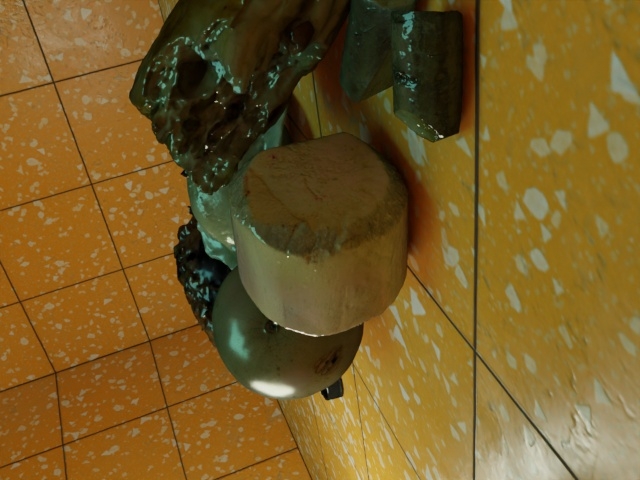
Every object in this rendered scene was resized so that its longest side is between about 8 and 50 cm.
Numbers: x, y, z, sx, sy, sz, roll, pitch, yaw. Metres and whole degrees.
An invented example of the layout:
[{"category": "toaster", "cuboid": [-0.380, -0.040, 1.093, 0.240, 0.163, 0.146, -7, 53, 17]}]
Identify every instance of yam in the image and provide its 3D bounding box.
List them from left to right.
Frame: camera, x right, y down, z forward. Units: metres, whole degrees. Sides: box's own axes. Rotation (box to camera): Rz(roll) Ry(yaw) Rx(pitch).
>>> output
[{"category": "yam", "cuboid": [0.057, -0.213, 0.754, 0.169, 0.068, 0.068, 98, 151, -65]}, {"category": "yam", "cuboid": [0.097, -0.150, 0.666, 0.070, 0.069, 0.146, -122, 20, -48]}]

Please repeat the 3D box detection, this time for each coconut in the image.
[{"category": "coconut", "cuboid": [0.000, 0.000, 0.945, 0.244, 0.239, 0.239, 87, 161, -51]}]

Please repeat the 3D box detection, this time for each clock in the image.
[{"category": "clock", "cuboid": [0.004, 0.305, 1.789, 0.184, 0.040, 0.184, 162, 90, -78]}]

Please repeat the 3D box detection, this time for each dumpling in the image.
[{"category": "dumpling", "cuboid": [-0.154, -0.109, 1.376, 0.270, 0.211, 0.321, -78, -13, -47]}]

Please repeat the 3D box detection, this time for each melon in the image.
[{"category": "melon", "cuboid": [-0.051, 0.140, 1.280, 0.330, 0.268, 0.268, 24, -134, -80]}]

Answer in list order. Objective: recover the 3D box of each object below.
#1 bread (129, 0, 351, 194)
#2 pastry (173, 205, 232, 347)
[{"category": "bread", "cuboid": [-0.120, -0.229, 0.931, 0.191, 0.314, 0.370, 35, 179, -14]}, {"category": "pastry", "cuboid": [-0.172, 0.070, 1.622, 0.337, 0.292, 0.405, 59, -178, -29]}]
